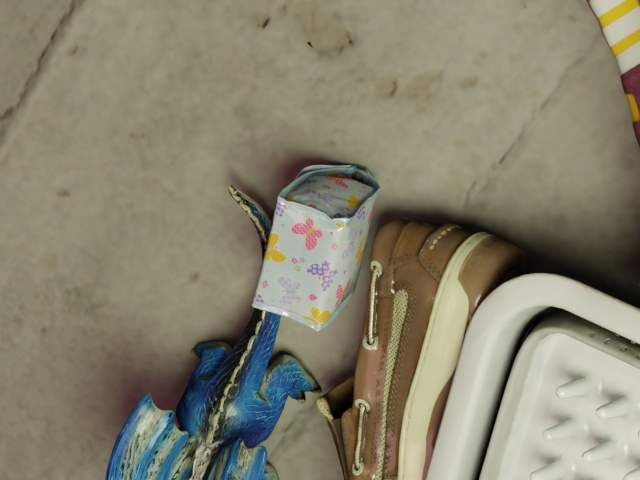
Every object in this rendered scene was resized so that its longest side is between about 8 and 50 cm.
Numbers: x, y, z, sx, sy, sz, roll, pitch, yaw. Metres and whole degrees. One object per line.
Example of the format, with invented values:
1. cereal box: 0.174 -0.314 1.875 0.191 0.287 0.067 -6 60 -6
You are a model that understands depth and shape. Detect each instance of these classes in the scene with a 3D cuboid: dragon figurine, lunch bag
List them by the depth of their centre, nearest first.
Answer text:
1. lunch bag: 0.000 0.000 0.854 0.053 0.083 0.071 20 115 15
2. dragon figurine: -0.067 0.125 0.890 0.085 0.144 0.289 22 115 9

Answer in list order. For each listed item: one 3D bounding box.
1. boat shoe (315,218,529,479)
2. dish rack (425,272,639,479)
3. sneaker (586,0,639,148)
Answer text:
1. boat shoe: 0.046 0.106 0.885 0.095 0.095 0.257 21 110 26
2. dish rack: 0.195 0.188 0.750 0.333 0.072 0.285 26 113 35
3. sneaker: 0.167 -0.116 0.771 0.084 0.069 0.185 35 142 45
